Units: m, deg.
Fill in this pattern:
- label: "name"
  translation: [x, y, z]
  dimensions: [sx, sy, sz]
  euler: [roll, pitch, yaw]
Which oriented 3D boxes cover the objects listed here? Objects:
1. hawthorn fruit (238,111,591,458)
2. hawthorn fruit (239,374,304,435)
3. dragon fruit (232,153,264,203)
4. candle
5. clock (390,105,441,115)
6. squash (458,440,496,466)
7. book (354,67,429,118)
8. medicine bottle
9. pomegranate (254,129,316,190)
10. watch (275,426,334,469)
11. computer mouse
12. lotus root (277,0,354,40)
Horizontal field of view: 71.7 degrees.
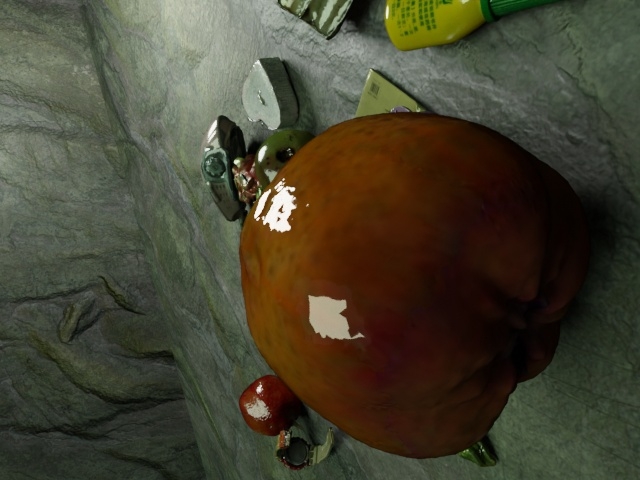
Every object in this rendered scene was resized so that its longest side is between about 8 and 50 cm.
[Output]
- label: "hawthorn fruit"
  translation: [0.104, 0.045, 0.636]
  dimensions: [0.472, 0.472, 0.471]
  euler: [28, 126, 47]
- label: "hawthorn fruit"
  translation: [-0.157, 0.566, 1.485]
  dimensions: [0.251, 0.190, 0.189]
  euler: [32, 130, 35]
- label: "dragon fruit"
  translation: [-0.161, -0.158, 1.173]
  dimensions: [0.236, 0.135, 0.137]
  euler: [-123, 23, -72]
- label: "candle"
  translation: [-0.133, -0.376, 1.128]
  dimensions: [0.192, 0.068, 0.168]
  euler: [36, 135, 40]
- label: "clock"
  translation: [0.160, -0.166, 0.792]
  dimensions: [0.110, 0.050, 0.152]
  euler: [43, 136, 18]
- label: "squash"
  translation: [0.227, 0.328, 0.875]
  dimensions: [0.287, 0.137, 0.137]
  euler: [47, 139, 28]
- label: "book"
  translation: [0.122, -0.214, 0.881]
  dimensions: [0.168, 0.013, 0.192]
  euler: [50, 140, 31]
- label: "medicine bottle"
  translation: [0.216, -0.344, 0.630]
  dimensions: [0.309, 0.076, 0.111]
  euler: [19, 122, 51]
- label: "pomegranate"
  translation: [-0.064, -0.171, 1.048]
  dimensions: [0.210, 0.180, 0.179]
  euler: [-121, 20, -80]
- label: "watch"
  translation: [-0.053, 0.632, 1.372]
  dimensions: [0.268, 0.165, 0.102]
  euler: [103, 174, -50]
- label: "computer mouse"
  translation: [-0.286, -0.188, 1.323]
  dimensions: [0.199, 0.115, 0.388]
  euler: [-80, -9, -49]
- label: "lotus root"
  translation: [0.004, -0.551, 0.809]
  dimensions: [0.210, 0.142, 0.314]
  euler: [21, 125, 5]
